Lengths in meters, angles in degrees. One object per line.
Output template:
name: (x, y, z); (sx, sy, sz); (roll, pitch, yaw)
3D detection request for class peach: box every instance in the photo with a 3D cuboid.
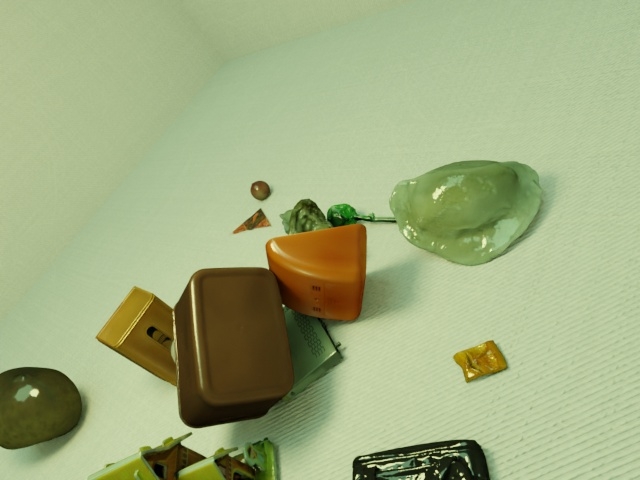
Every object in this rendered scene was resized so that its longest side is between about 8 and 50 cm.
peach: (-0.247, -0.206, 1.921); (0.083, 0.083, 0.083); (-23, 40, 21)

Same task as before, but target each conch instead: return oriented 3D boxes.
conch: (-0.091, -0.068, 1.669); (0.065, 0.088, 0.180); (-10, 9, -38)

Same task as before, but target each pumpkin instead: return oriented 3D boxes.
pumpkin: (0.332, 0.251, 0.994); (0.101, 0.035, 0.073); (-30, 35, 17)

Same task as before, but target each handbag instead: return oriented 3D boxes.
handbag: (0.174, 0.491, 0.851); (0.275, 0.088, 0.244); (-22, 37, 25)

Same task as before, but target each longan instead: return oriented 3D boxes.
longan: (-0.986, 0.567, 1.614); (0.349, 0.288, 0.289); (-10, 46, 22)

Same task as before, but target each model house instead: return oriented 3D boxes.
model house: (-0.293, 0.567, 0.968); (0.300, 0.324, 0.340); (-29, 38, 15)

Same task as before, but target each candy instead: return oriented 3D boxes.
candy: (0.164, -0.068, 1.446); (0.323, 0.097, 0.097); (4, 54, 32)

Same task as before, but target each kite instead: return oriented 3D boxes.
kite: (-0.258, -0.085, 1.864); (0.222, 0.008, 0.125); (-9, 46, 34)

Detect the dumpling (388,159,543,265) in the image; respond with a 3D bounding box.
dumpling: (0.350, -0.101, 1.195); (0.320, 0.211, 0.270); (-9, 49, 49)

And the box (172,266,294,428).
box: (-0.218, 0.254, 1.155); (0.229, 0.239, 0.340); (130, 134, -53)

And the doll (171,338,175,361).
doll: (-0.291, 0.322, 1.334); (0.221, 0.221, 0.251); (-45, 64, -6)

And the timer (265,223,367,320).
timer: (-0.011, 0.088, 1.222); (0.249, 0.258, 0.161); (3, 54, 2)

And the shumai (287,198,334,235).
shumai: (0.000, 0.000, 1.458); (0.203, 0.222, 0.272); (10, 40, 2)

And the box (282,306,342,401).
box: (-0.064, 0.281, 1.294); (0.210, 0.045, 0.270); (-40, 37, 0)

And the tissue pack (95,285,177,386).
tissue pack: (-0.508, 0.304, 1.460); (0.145, 0.274, 0.195); (9, 59, 45)
